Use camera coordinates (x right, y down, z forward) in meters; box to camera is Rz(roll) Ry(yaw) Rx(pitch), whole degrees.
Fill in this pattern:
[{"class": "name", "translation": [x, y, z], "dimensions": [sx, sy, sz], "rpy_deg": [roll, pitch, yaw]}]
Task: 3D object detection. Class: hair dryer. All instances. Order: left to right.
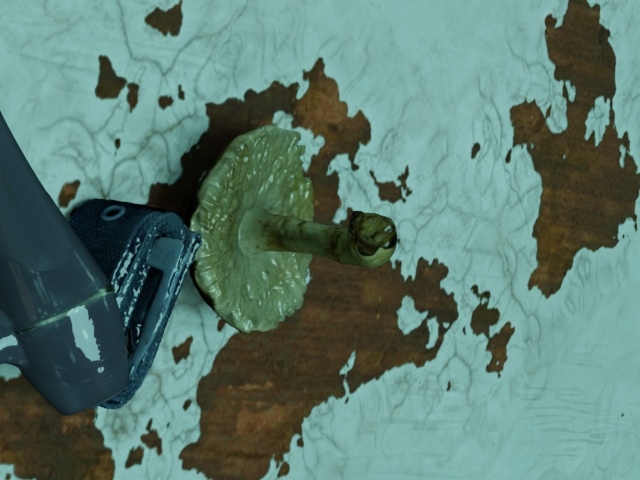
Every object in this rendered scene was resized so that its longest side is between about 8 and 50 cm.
[{"class": "hair dryer", "translation": [-0.368, 0.069, 1.749], "dimensions": [0.361, 0.121, 0.301], "rpy_deg": [-29, 99, -30]}]

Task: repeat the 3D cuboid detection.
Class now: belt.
[{"class": "belt", "translation": [-0.209, 0.065, 1.941], "dimensions": [0.122, 0.128, 0.218], "rpy_deg": [34, 74, -55]}]

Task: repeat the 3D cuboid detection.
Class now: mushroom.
[{"class": "mushroom", "translation": [-0.027, 0.021, 2.047], "dimensions": [0.208, 0.302, 0.233], "rpy_deg": [-46, 136, 2]}]
